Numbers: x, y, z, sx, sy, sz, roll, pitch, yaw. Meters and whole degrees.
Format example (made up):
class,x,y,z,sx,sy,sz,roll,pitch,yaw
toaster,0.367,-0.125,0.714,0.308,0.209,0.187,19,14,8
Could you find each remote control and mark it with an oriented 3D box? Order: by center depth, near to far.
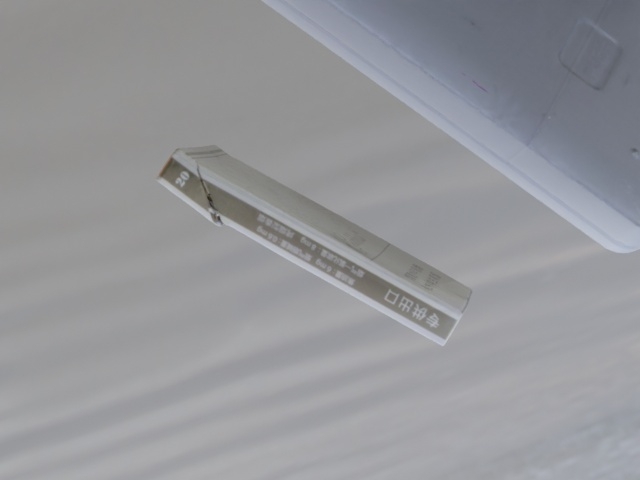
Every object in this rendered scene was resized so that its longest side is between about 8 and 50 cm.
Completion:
class,x,y,z,sx,sy,sz,roll,pitch,yaw
remote control,0.046,-0.101,0.597,0.103,0.250,0.034,-60,-171,-27

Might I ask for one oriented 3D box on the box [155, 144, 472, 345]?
class,x,y,z,sx,sy,sz,roll,pitch,yaw
box,0.000,0.000,0.970,0.029,0.198,0.109,-62,175,9
